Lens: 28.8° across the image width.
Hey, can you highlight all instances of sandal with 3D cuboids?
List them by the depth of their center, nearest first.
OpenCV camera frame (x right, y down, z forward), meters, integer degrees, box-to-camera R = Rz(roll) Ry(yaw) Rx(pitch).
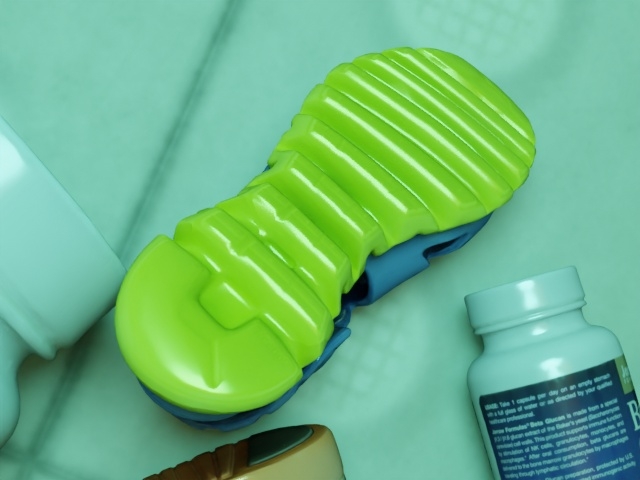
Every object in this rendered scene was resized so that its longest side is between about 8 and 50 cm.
[{"bbox_3d":[0.000,0.000,0.713,0.317,0.138,0.126,-36,77,-32],"label":"sandal"}]

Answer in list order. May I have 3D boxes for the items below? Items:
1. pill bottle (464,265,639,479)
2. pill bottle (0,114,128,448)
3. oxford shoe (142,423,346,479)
[{"bbox_3d":[0.141,0.105,0.735,0.094,0.094,0.169,-15,86,-11],"label":"pill bottle"},{"bbox_3d":[-0.282,0.079,0.612,0.361,0.204,0.204,-42,91,-12],"label":"pill bottle"},{"bbox_3d":[-0.139,0.224,0.659,0.363,0.130,0.133,-21,94,-10],"label":"oxford shoe"}]
